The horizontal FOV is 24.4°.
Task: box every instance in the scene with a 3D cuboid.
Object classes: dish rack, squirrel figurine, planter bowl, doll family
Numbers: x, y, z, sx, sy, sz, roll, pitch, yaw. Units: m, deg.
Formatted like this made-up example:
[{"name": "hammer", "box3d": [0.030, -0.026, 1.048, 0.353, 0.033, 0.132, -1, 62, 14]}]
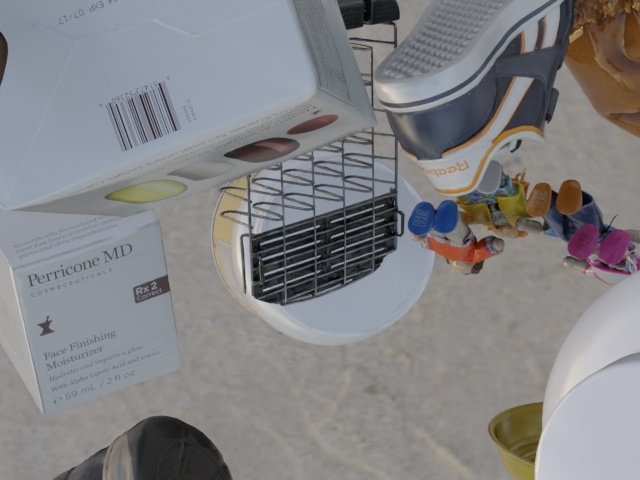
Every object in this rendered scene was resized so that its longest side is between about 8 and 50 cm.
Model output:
[{"name": "dish rack", "box3d": [-0.011, -0.085, 1.293, 0.074, 0.208, 0.271, 16, 115, 45]}, {"name": "squirrel figurine", "box3d": [0.407, -0.305, 1.666, 0.370, 0.397, 0.281, -10, 64, 63]}, {"name": "planter bowl", "box3d": [0.254, 0.219, 1.322, 0.217, 0.217, 0.090, 12, 105, 30]}, {"name": "doll family", "box3d": [0.221, -0.018, 1.442, 0.263, 0.163, 0.118, 11, 76, 25]}]

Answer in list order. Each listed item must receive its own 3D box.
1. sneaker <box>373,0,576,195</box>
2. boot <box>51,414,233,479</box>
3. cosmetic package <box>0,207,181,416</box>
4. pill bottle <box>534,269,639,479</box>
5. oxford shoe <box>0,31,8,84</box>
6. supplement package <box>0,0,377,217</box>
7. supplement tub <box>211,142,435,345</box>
[{"name": "sneaker", "box3d": [0.150, -0.153, 1.315, 0.126, 0.321, 0.127, -4, 118, 36]}, {"name": "boot", "box3d": [-0.178, 0.321, 0.925, 0.284, 0.138, 0.377, -22, 61, 28]}, {"name": "cosmetic package", "box3d": [-0.242, 0.041, 1.457, 0.151, 0.151, 0.183, 46, 149, 48]}, {"name": "pill bottle", "box3d": [0.185, 0.067, 0.598, 0.146, 0.264, 0.146, 6, 101, 33]}, {"name": "oxford shoe", "box3d": [-0.196, -0.098, 0.691, 0.076, 0.076, 0.212, -43, 37, 17]}, {"name": "supplement package", "box3d": [-0.091, -0.113, 0.898, 0.194, 0.203, 0.149, -20, 86, 12]}, {"name": "supplement tub", "box3d": [0.000, 0.000, 1.804, 0.241, 0.331, 0.241, 0, 93, -11]}]
